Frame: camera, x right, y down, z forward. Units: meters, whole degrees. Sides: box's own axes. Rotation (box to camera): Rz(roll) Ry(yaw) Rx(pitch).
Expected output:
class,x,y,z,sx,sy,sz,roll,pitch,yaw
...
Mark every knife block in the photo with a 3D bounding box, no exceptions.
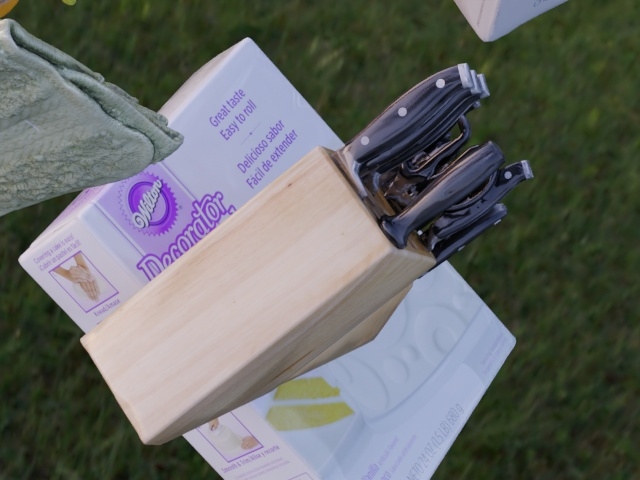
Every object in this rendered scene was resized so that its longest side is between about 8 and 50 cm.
class,x,y,z,sx,sy,sz,roll,pitch,yaw
knife block,0.000,0.000,1.148,0.276,0.242,0.088,-24,69,-30

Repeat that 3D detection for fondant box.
class,x,y,z,sx,sy,sz,roll,pitch,yaw
fondant box,-0.030,0.047,1.344,0.330,0.096,0.238,47,49,-11

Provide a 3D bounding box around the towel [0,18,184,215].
class,x,y,z,sx,sy,sz,roll,pitch,yaw
towel,-0.136,-0.039,0.643,0.110,0.148,0.027,34,52,-47

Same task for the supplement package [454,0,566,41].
class,x,y,z,sx,sy,sz,roll,pitch,yaw
supplement package,0.066,-0.188,0.684,0.105,0.105,0.179,-27,71,-12

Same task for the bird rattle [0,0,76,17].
class,x,y,z,sx,sy,sz,roll,pitch,yaw
bird rattle,-0.241,-0.232,1.088,0.253,0.207,0.143,35,59,-3
